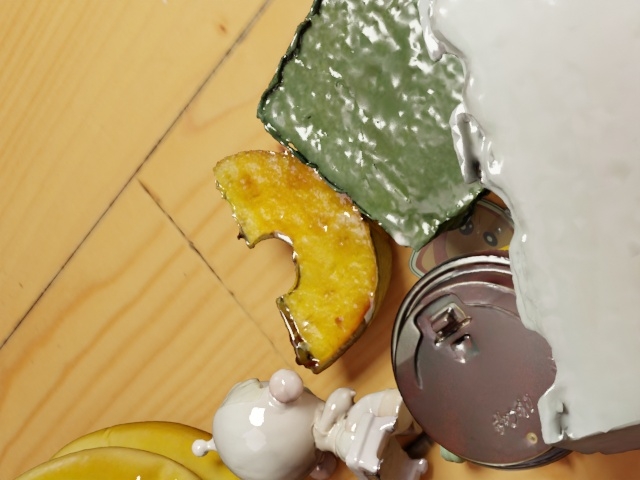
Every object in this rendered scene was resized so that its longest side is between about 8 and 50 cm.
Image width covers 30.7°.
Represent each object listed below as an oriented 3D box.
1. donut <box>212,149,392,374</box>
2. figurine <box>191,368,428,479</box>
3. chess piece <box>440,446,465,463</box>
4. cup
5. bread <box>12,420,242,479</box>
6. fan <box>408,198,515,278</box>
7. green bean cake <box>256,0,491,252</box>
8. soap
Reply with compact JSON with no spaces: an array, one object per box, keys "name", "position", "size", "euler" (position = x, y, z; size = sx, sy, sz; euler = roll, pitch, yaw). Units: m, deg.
[{"name":"donut","position":[0.005,0.003,1.275],"size":[0.152,0.101,0.259],"euler":[-25,87,33]},{"name":"figurine","position":[-0.015,0.227,1.311],"size":[0.257,0.182,0.144],"euler":[1,76,26]},{"name":"chess piece","position":[0.203,0.208,1.233],"size":[0.149,0.059,0.059],"euler":[-3,99,26]},{"name":"cup","position":[0.192,0.083,1.068],"size":[0.196,0.280,0.196],"euler":[7,105,26]},{"name":"bread","position":[-0.206,0.403,1.410],"size":[0.424,0.245,0.329],"euler":[16,109,27]},{"name":"fan","position":[0.183,-0.007,1.218],"size":[0.132,0.009,0.220],"euler":[45,120,14]},{"name":"green bean cake","position":[0.092,-0.149,1.171],"size":[0.255,0.132,0.241],"euler":[39,116,15]},{"name":"soap","position":[0.299,-0.062,0.888],"size":[0.213,0.435,0.350],"euler":[-20,88,34]}]
